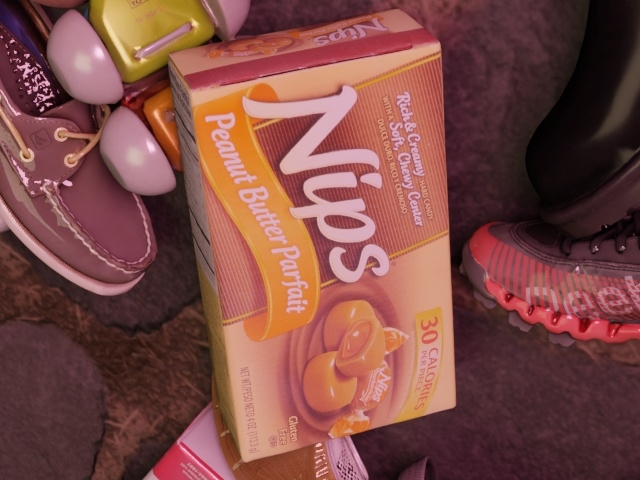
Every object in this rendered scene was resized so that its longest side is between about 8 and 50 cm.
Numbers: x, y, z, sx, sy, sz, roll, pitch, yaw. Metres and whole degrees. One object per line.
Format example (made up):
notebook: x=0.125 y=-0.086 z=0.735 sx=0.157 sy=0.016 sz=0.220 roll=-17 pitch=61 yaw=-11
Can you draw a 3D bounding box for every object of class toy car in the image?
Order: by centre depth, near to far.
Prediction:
toy car: x=-0.122 y=-0.134 z=1.068 sx=0.182 sy=0.159 sz=0.136 roll=62 pitch=166 yaw=-19

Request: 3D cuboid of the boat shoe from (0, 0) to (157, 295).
boat shoe: x=-0.235 y=-0.103 z=1.155 sx=0.096 sy=0.116 sz=0.324 roll=-29 pitch=96 yaw=41

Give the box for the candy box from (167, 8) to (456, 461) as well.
candy box: x=0.000 y=0.000 z=1.036 sx=0.183 sy=0.087 sz=0.316 roll=-13 pitch=119 yaw=-14

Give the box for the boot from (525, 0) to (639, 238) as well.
boot: x=0.168 y=-0.194 z=0.852 sx=0.260 sy=0.131 sz=0.348 roll=34 pitch=119 yaw=-1

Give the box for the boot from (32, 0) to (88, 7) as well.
boot: x=-0.283 y=-0.308 z=1.068 sx=0.305 sy=0.112 sz=0.115 roll=44 pitch=119 yaw=2

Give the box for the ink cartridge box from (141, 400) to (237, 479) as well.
ink cartridge box: x=-0.103 y=0.283 z=1.317 sx=0.172 sy=0.100 sz=0.237 roll=41 pitch=129 yaw=2

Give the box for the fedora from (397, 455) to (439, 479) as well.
fedora: x=0.123 y=0.319 z=1.130 sx=0.124 sy=0.244 sz=0.275 roll=1 pitch=77 yaw=10

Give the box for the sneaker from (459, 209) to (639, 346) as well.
sneaker: x=0.235 y=0.016 z=0.967 sx=0.276 sy=0.097 sz=0.135 roll=15 pitch=125 yaw=19

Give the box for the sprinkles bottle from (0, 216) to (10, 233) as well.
sprinkles bottle: x=-0.406 y=-0.025 z=1.292 sx=0.355 sy=0.121 sz=0.121 roll=-20 pitch=106 yaw=37

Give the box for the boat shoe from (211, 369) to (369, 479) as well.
boat shoe: x=-0.011 y=0.205 z=1.206 sx=0.098 sy=0.096 sz=0.277 roll=-28 pitch=75 yaw=17
